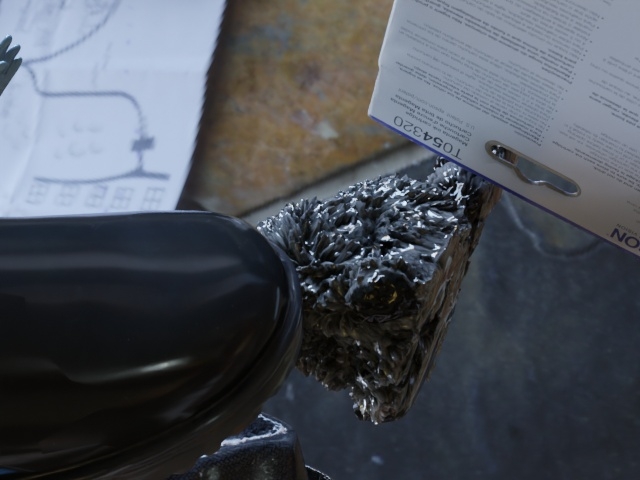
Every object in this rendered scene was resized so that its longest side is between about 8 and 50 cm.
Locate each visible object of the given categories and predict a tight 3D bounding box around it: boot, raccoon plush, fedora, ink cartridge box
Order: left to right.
[{"bbox_3d":[-0.200,-0.048,0.435,0.366,0.445,0.146,-19,48,-9],"label":"boot"},{"bbox_3d":[-0.134,0.279,1.315,0.334,0.334,0.153,11,117,34],"label":"fedora"},{"bbox_3d":[0.000,0.000,1.174,0.299,0.446,0.216,19,128,16],"label":"raccoon plush"},{"bbox_3d":[0.213,-0.144,0.909,0.324,0.330,0.071,29,61,8],"label":"ink cartridge box"}]

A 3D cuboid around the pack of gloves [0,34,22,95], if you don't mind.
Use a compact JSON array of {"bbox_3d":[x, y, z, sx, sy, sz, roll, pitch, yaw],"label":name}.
[{"bbox_3d":[-0.586,-0.255,1.849,0.046,0.195,0.232,29,87,38],"label":"pack of gloves"}]
